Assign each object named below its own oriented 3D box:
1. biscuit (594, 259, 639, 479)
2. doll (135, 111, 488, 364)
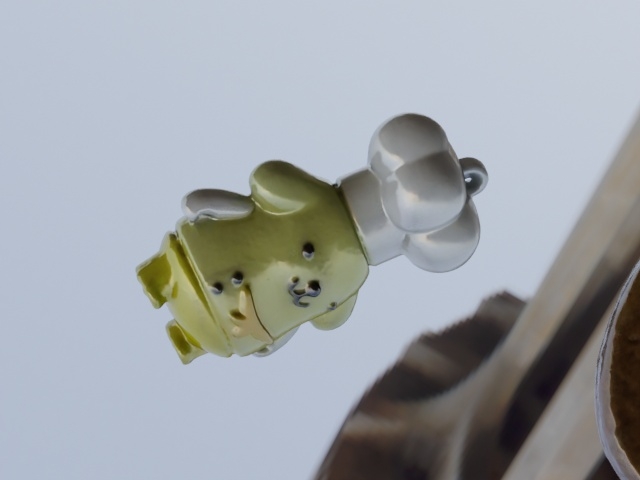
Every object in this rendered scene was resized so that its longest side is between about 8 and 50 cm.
[{"bbox_3d":[0.149,0.067,0.584,0.124,0.026,0.175,-12,-98,2],"label":"biscuit"},{"bbox_3d":[0.000,0.000,0.872,0.162,0.106,0.062,-25,-136,-2],"label":"doll"}]
